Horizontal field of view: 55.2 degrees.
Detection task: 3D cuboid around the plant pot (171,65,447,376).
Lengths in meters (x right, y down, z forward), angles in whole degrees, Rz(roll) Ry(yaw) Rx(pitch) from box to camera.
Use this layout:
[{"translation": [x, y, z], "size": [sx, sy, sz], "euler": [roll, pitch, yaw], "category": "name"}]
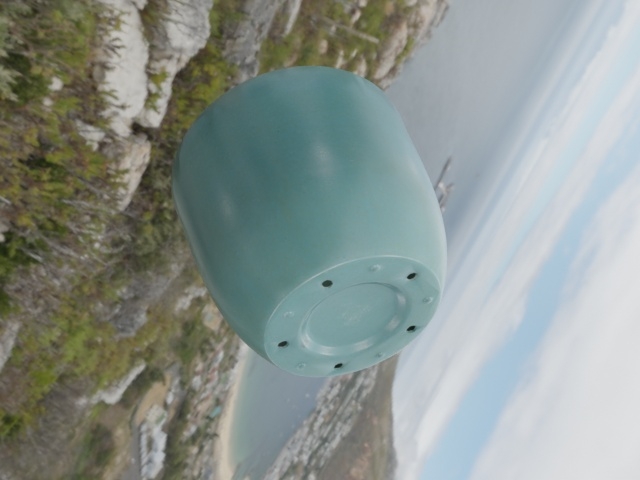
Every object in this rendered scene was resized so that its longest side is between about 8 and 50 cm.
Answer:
[{"translation": [0.000, 0.000, 0.662], "size": [0.293, 0.235, 0.293], "euler": [-12, 136, -12], "category": "plant pot"}]
